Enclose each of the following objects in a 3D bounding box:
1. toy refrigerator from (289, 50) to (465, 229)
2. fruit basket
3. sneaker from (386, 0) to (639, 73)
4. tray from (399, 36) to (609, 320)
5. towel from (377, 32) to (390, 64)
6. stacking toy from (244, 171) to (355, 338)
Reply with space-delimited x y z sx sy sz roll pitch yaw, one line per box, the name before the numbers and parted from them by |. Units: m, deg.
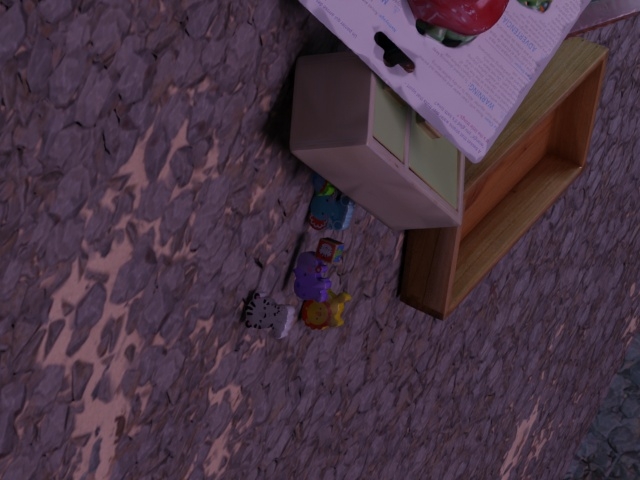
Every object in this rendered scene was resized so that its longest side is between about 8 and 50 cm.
toy refrigerator | 0.068 -0.098 1.860 0.269 0.094 0.102 35 56 -60
fruit basket | 0.146 -0.307 1.760 0.327 0.165 0.353 39 87 -32
sneaker | 0.197 -0.260 1.918 0.302 0.121 0.108 -17 179 -20
tray | 0.242 -0.091 2.355 0.411 0.076 0.203 -42 148 -43
towel | 0.206 -0.318 1.987 0.370 0.040 0.271 -26 137 -33
stacking toy | 0.000 0.000 1.950 0.167 0.052 0.221 -5 115 -66
